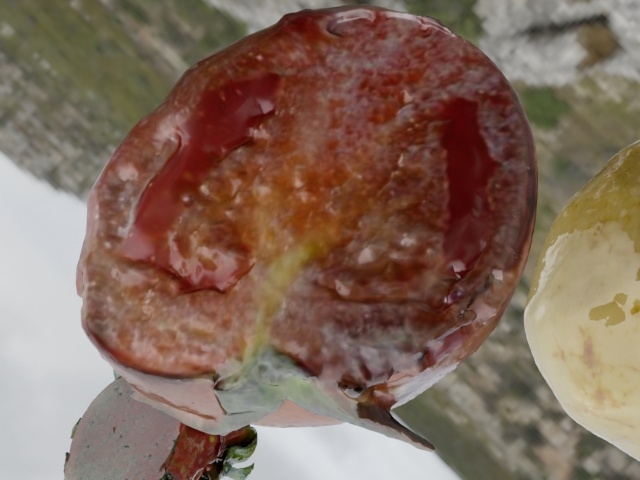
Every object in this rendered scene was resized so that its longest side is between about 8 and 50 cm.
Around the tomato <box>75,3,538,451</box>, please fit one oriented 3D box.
[{"bbox_3d":[0.000,0.006,1.022,0.309,0.309,0.170,44,167,28],"label":"tomato"}]

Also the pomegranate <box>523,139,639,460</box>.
[{"bbox_3d":[0.345,0.051,1.405,0.342,0.342,0.342,44,180,0],"label":"pomegranate"}]

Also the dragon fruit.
[{"bbox_3d":[-0.112,0.152,1.164,0.175,0.142,0.138,-2,-140,-40],"label":"dragon fruit"}]
